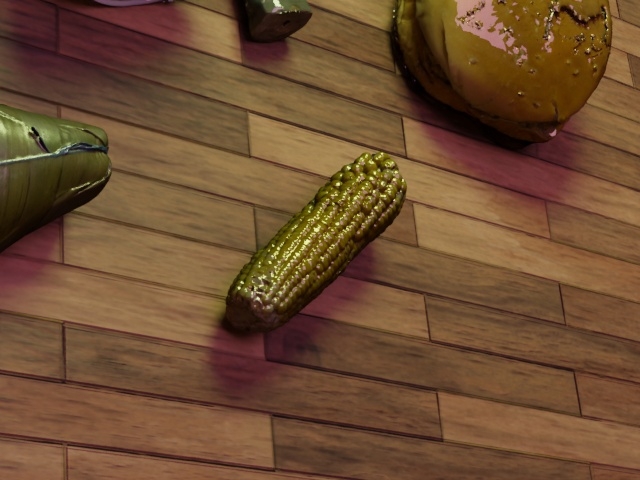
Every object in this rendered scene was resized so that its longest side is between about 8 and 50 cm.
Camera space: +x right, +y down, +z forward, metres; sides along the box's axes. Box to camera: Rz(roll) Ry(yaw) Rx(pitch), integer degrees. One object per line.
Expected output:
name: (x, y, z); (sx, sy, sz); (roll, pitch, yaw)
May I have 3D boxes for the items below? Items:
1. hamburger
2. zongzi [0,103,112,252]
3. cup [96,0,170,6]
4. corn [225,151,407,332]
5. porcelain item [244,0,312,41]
hamburger: (0.247, -0.285, 2.020); (0.304, 0.174, 0.284); (21, 66, -23)
zongzi: (-0.301, -0.012, 1.431); (0.228, 0.115, 0.256); (12, 66, -42)
cup: (-0.201, -0.435, 1.664); (0.253, 0.253, 0.274); (-13, 70, -44)
corn: (0.000, 0.000, 1.693); (0.097, 0.097, 0.320); (51, 46, -7)
porcelain item: (-0.085, -0.351, 1.839); (0.081, 0.069, 0.215); (-12, 71, -39)
